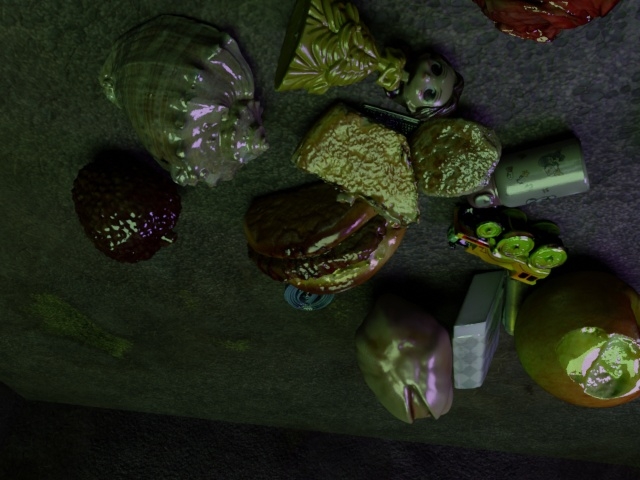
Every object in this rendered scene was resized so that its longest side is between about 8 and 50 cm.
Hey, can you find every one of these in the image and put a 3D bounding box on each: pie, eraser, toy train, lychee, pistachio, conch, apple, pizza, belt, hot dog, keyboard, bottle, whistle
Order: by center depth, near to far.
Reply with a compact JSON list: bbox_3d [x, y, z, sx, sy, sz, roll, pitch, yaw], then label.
[{"bbox_3d":[-0.261,-0.248,1.000,0.351,0.210,0.297,11,129,-5],"label":"conch"},{"bbox_3d":[0.256,-0.167,1.051,0.193,0.079,0.163,0,120,29],"label":"pie"},{"bbox_3d":[0.151,-0.235,1.075,0.154,0.010,0.053,14,144,-6],"label":"keyboard"},{"bbox_3d":[0.098,-0.145,1.077,0.296,0.071,0.189,33,111,1],"label":"pizza"},{"bbox_3d":[0.409,-0.126,1.082,0.233,0.110,0.110,-12,139,26],"label":"bottle"},{"bbox_3d":[-0.001,-0.001,1.246,0.404,0.223,0.185,-12,142,26],"label":"hot dog"},{"bbox_3d":[-0.452,-0.072,1.249,0.271,0.236,0.236,35,143,7],"label":"lychee"},{"bbox_3d":[0.430,0.001,1.250,0.296,0.101,0.161,21,140,-15],"label":"toy train"},{"bbox_3d":[0.657,0.246,1.338,0.339,0.340,0.340,6,143,4],"label":"apple"},{"bbox_3d":[0.543,0.162,1.480,0.067,0.057,0.327,-2,142,15],"label":"whistle"},{"bbox_3d":[0.253,0.340,1.529,0.281,0.366,0.446,-21,135,14],"label":"pistachio"},{"bbox_3d":[0.453,0.267,1.538,0.082,0.213,0.397,16,148,26],"label":"eraser"},{"bbox_3d":[-0.030,0.128,1.539,0.141,0.082,0.190,15,142,-13],"label":"belt"}]

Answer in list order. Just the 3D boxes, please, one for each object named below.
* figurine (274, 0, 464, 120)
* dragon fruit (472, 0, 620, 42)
[{"bbox_3d":[0.100,-0.291,0.893,0.314,0.188,0.168,15,153,-19],"label":"figurine"},{"bbox_3d":[0.322,-0.390,0.720,0.240,0.302,0.330,-32,153,1],"label":"dragon fruit"}]
